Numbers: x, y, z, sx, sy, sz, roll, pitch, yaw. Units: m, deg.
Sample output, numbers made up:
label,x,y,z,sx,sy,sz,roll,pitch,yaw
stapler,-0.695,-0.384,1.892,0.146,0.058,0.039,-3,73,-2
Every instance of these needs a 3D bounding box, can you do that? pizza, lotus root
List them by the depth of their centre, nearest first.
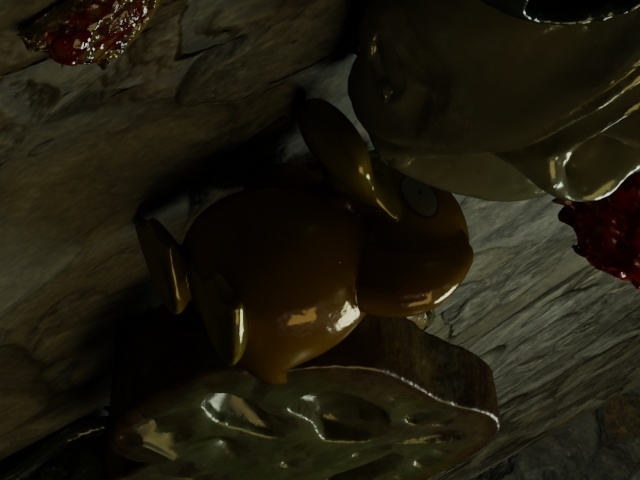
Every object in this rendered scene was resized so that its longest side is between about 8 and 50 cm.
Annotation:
label,x,y,z,sx,sy,sz,roll,pitch,yaw
pizza,-0.130,-0.126,1.178,0.100,0.029,0.099,-30,165,-7
lotus root,-0.024,0.162,1.788,0.375,0.111,0.390,-8,150,0

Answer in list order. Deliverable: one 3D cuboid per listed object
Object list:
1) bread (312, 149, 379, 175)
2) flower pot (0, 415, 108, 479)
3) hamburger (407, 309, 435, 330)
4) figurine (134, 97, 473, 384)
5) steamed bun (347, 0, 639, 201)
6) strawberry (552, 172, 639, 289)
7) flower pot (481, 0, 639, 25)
label,x,y,z,sx,sy,sz,roll,pitch,yaw
bread,0.001,-0.019,1.676,0.156,0.064,0.117,-21,156,-31
flower pot,-0.263,0.260,1.923,0.229,0.103,0.108,-27,162,-19
hamburger,0.021,0.063,1.893,0.177,0.113,0.185,-9,144,-43
figurine,-0.005,0.008,1.522,0.228,0.215,0.215,-43,165,-6
steamed bun,0.193,-0.138,1.406,0.310,0.219,0.324,-15,155,-44
strawberry,0.421,-0.029,1.947,0.292,0.343,0.292,-37,151,-24
flower pot,0.166,-0.238,1.149,0.189,0.157,0.243,4,135,-46
